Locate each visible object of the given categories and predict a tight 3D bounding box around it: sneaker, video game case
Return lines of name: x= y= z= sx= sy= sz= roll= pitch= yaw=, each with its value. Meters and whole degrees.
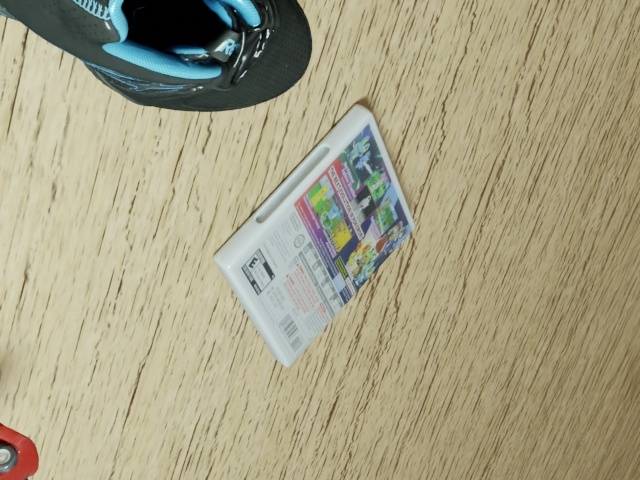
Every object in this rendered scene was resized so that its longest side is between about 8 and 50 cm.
sneaker: x=-0.088 y=-0.131 z=1.039 sx=0.341 sy=0.140 sz=0.125 roll=11 pitch=109 yaw=-61
video game case: x=0.000 y=0.000 z=1.439 sx=0.183 sy=0.023 sz=0.201 roll=-47 pitch=150 yaw=-13

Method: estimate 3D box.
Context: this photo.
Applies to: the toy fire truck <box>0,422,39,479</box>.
toy fire truck: x=-0.295 y=0.188 z=1.107 sx=0.192 sy=0.135 sz=0.047 roll=-55 pitch=154 yaw=-30
